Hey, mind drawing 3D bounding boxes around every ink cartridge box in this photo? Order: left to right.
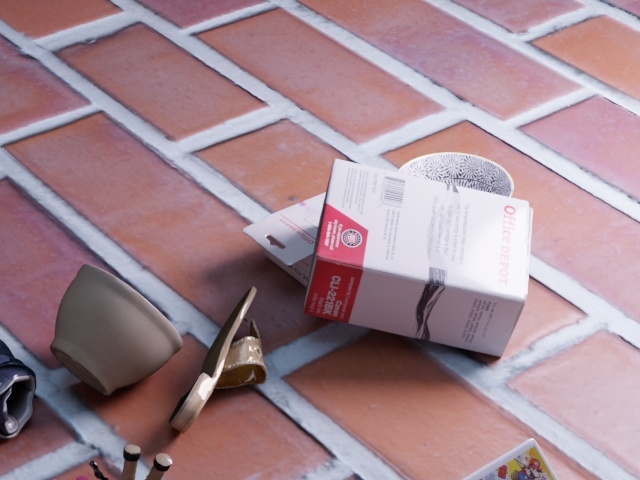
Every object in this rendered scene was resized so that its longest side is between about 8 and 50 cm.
[{"bbox_3d":[0.000,0.000,2.378,0.198,0.067,0.115,-22,40,-32],"label":"ink cartridge box"},{"bbox_3d":[0.129,0.021,2.243,0.272,0.114,0.197,12,44,-1],"label":"ink cartridge box"}]

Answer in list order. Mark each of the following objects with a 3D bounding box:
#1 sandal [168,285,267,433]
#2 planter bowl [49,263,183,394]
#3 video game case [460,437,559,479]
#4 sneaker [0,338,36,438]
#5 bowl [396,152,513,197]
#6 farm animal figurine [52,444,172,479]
[{"bbox_3d":[-0.107,0.165,2.149,0.079,0.088,0.240,35,45,-5],"label":"sandal"},{"bbox_3d":[-0.267,0.122,2.136,0.162,0.162,0.109,26,68,33],"label":"planter bowl"},{"bbox_3d":[0.203,0.348,1.782,0.206,0.026,0.227,-25,81,-33],"label":"video game case"},{"bbox_3d":[-0.454,0.189,2.078,0.226,0.086,0.163,-21,37,-30],"label":"sneaker"},{"bbox_3d":[0.188,-0.048,2.439,0.170,0.080,0.170,0,34,0],"label":"bowl"},{"bbox_3d":[-0.175,0.390,1.730,0.326,0.172,0.330,25,32,13],"label":"farm animal figurine"}]
